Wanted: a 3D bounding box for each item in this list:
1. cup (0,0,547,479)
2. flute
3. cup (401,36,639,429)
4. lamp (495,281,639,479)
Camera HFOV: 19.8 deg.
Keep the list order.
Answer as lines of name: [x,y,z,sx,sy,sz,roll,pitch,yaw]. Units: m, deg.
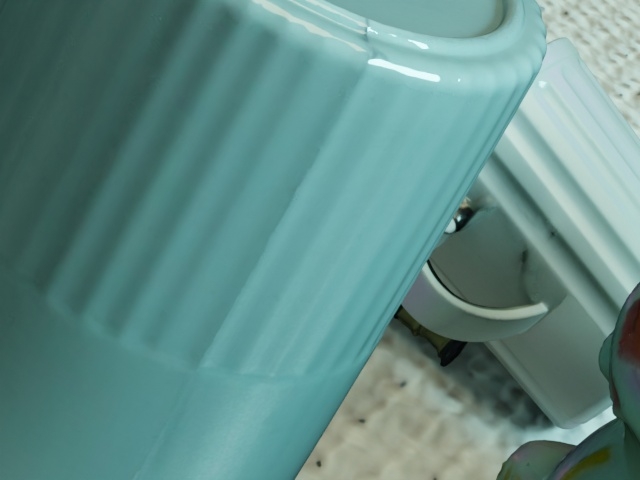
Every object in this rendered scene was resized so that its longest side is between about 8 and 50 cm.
cup: [-0.056,-0.048,0.921,0.256,0.311,0.331,32,30,1]
flute: [0.000,0.000,1.184,0.233,0.027,0.027,39,31,15]
cup: [0.130,0.013,1.143,0.221,0.167,0.202,-35,83,-22]
lamp: [0.235,0.127,0.929,0.247,0.301,0.247,26,31,-9]
